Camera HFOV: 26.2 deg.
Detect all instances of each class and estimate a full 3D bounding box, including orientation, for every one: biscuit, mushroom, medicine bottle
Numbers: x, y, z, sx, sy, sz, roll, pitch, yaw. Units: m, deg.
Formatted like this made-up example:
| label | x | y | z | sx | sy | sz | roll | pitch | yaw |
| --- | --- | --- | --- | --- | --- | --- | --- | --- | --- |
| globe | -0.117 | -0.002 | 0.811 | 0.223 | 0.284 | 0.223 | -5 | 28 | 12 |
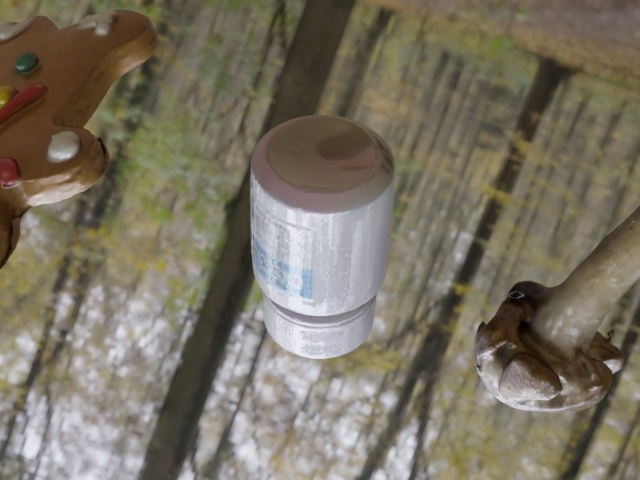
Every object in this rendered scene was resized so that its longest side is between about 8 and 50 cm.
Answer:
| label | x | y | z | sx | sy | sz | roll | pitch | yaw |
| --- | --- | --- | --- | --- | --- | --- | --- | --- | --- |
| biscuit | -0.262 | -0.079 | 1.118 | 0.216 | 0.339 | 0.047 | -1 | 137 | 31 |
| mushroom | 0.144 | 0.009 | 0.591 | 0.060 | 0.187 | 0.061 | 26 | -154 | -54 |
| medicine bottle | 0.000 | 0.000 | 0.515 | 0.052 | 0.089 | 0.052 | 1 | -134 | -1 |
